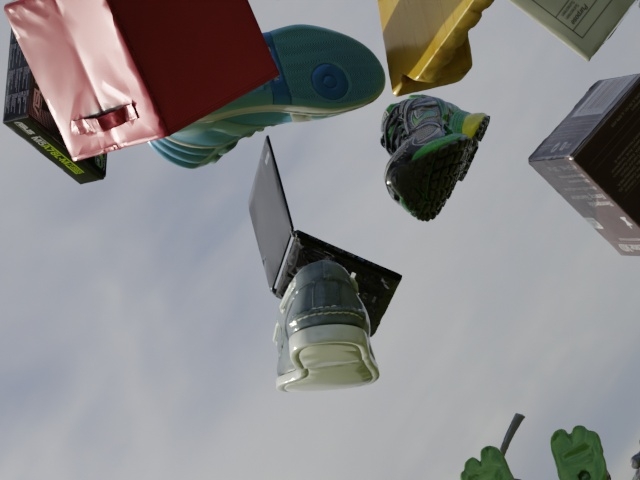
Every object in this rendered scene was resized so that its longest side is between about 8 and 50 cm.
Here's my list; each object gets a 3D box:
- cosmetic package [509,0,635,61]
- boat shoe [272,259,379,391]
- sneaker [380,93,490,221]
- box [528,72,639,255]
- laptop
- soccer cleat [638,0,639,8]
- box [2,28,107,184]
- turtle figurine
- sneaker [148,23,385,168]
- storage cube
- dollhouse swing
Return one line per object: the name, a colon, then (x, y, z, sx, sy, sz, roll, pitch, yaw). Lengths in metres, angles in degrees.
cosmetic package: (0.167, -0.317, 1.516, 0.160, 0.309, 0.113, -53, -3, 25)
boat shoe: (0.004, 0.103, 1.922, 0.319, 0.116, 0.099, 94, 170, -75)
sneaker: (0.142, -0.129, 2.559, 0.343, 0.146, 0.134, -46, -21, -69)
box: (0.434, -0.104, 2.421, 0.167, 0.203, 0.168, -48, 11, -10)
laptop: (0.000, 0.000, 2.612, 0.234, 0.264, 0.136, 110, -176, -64)
soccer cleat: (0.536, -0.298, 2.180, 0.121, 0.289, 0.093, 109, -179, -53)
box: (-0.331, -0.194, 2.216, 0.184, 0.045, 0.190, 47, -142, -55)
turtle figurine: (0.241, 0.227, 1.751, 0.274, 0.198, 0.266, -68, -26, -12)
sneaker: (-0.087, -0.181, 2.284, 0.319, 0.127, 0.208, -3, -22, -18)
storage cube: (-0.197, -0.222, 1.932, 0.184, 0.193, 0.215, -10, 19, 47)
dollhouse swing: (0.277, -0.367, 2.200, 0.305, 0.315, 0.347, 7, -34, -23)
